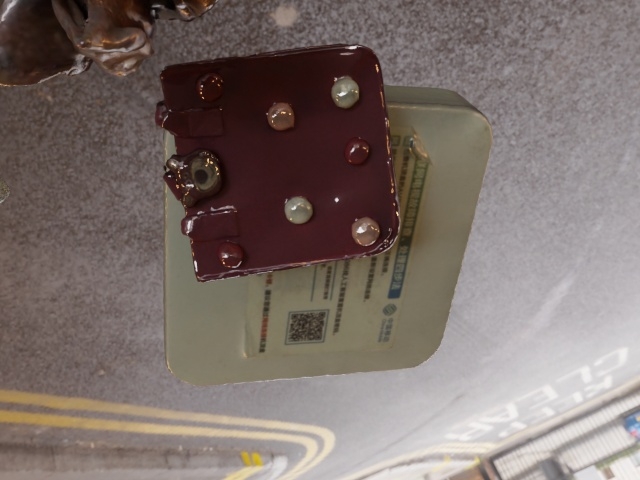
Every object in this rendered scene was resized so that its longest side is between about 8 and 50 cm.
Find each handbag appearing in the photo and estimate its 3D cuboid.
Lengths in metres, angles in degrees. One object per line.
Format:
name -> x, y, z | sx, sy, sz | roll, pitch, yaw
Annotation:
handbag -> -0.038, -0.075, 0.582 | 0.216, 0.203, 0.074 | -9, -168, -6

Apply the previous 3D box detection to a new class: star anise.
star anise -> -0.122, -0.158, 0.385 | 0.212, 0.197, 0.073 | -20, 127, 7

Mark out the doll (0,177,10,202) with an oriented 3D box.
doll -> -0.337, -0.071, 0.601 | 0.075, 0.120, 0.180 | 22, 116, -12

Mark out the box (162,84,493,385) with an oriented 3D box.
box -> 0.000, 0.000, 0.796 | 0.396, 0.111, 0.396 | 0, 119, -16
